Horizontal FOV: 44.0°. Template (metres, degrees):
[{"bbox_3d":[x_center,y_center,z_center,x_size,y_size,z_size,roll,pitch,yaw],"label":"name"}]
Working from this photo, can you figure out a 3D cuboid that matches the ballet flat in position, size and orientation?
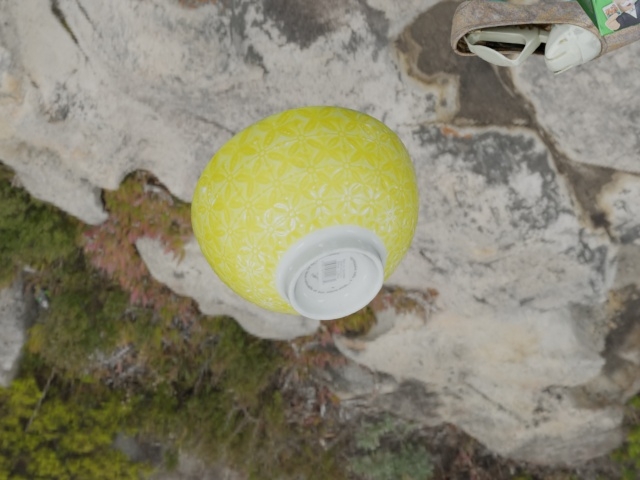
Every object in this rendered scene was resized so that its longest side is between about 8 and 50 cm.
[{"bbox_3d":[0.351,-0.318,1.261,0.315,0.106,0.107,12,157,35],"label":"ballet flat"}]

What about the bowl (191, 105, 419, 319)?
[{"bbox_3d":[0.000,0.000,0.950,0.289,0.156,0.290,-10,134,-11],"label":"bowl"}]

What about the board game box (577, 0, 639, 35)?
[{"bbox_3d":[0.372,-0.303,0.828,0.213,0.317,0.046,-15,113,16],"label":"board game box"}]
